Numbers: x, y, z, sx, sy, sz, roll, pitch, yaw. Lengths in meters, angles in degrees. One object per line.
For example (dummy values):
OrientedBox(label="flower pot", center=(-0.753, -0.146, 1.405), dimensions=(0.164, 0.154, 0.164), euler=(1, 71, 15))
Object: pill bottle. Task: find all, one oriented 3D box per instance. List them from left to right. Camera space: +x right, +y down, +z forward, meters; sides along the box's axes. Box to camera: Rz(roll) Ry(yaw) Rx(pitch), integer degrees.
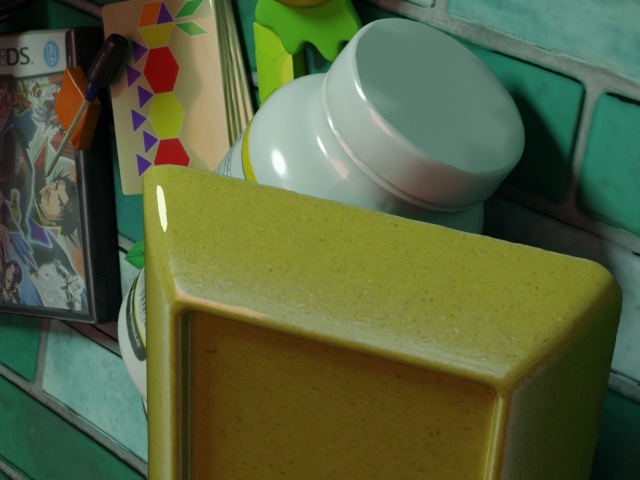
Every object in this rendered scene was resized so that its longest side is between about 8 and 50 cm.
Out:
OrientedBox(label="pill bottle", center=(0.000, 0.000, 1.310), dimensions=(0.334, 0.188, 0.188), euler=(-50, 61, 40))

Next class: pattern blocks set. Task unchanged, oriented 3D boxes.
OrientedBox(label="pattern blocks set", center=(-0.123, -0.133, 1.523), dimensions=(0.285, 0.026, 0.325), euler=(7, 100, 39))

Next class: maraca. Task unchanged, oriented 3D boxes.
OrientedBox(label="maraca", center=(-0.017, -0.224, 1.360), dimensions=(0.127, 0.099, 0.186), euler=(17, 128, 39))

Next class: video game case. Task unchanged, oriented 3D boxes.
OrientedBox(label="video game case", center=(-0.288, -0.064, 1.721), dimensions=(0.248, 0.035, 0.275), euler=(3, 99, 47))

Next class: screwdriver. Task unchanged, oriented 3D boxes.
OrientedBox(label="screwdriver", center=(-0.207, -0.113, 1.570), dimensions=(0.025, 0.024, 0.170), euler=(29, 125, 1))

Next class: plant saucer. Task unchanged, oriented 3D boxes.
OrientedBox(label="plant saucer", center=(0.018, 0.135, 1.225), dimensions=(0.332, 0.081, 0.333), euler=(13, 128, 14))

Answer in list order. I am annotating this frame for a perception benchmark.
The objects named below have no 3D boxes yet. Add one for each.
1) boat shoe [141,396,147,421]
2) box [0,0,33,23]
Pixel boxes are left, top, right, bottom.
OrientedBox(label="boat shoe", center=(-0.085, 0.257, 1.486), dimensions=(0.158, 0.127, 0.341), euler=(-44, 65, 33))
OrientedBox(label="box", center=(-0.466, -0.346, 1.598), dimensions=(0.097, 0.318, 0.395), euler=(-21, 96, 45))
